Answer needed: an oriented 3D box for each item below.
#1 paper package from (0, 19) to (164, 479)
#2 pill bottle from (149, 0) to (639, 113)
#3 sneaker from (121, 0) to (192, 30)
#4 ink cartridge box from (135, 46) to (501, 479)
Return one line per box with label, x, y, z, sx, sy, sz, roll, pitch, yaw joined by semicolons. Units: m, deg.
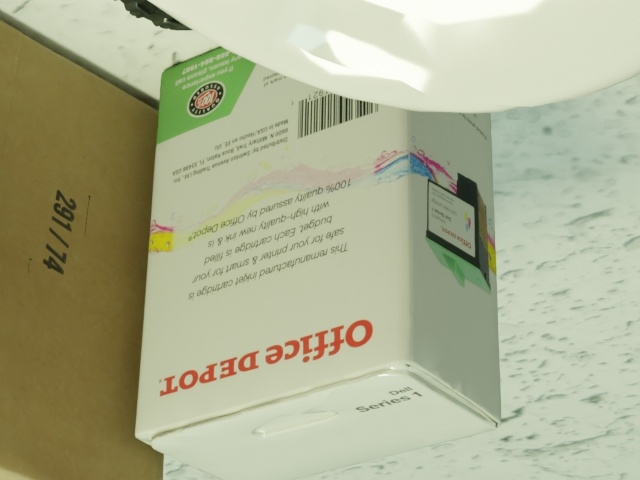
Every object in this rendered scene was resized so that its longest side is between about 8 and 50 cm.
paper package;-0.252;0.022;1.185;0.168;0.325;0.309;-24;142;36
pill bottle;0.068;-0.247;0.591;0.224;0.392;0.224;13;141;11
sneaker;-0.115;-0.223;0.968;0.100;0.108;0.271;-12;145;20
ink cartridge box;0.000;0.000;1.187;0.201;0.278;0.117;-18;145;30
